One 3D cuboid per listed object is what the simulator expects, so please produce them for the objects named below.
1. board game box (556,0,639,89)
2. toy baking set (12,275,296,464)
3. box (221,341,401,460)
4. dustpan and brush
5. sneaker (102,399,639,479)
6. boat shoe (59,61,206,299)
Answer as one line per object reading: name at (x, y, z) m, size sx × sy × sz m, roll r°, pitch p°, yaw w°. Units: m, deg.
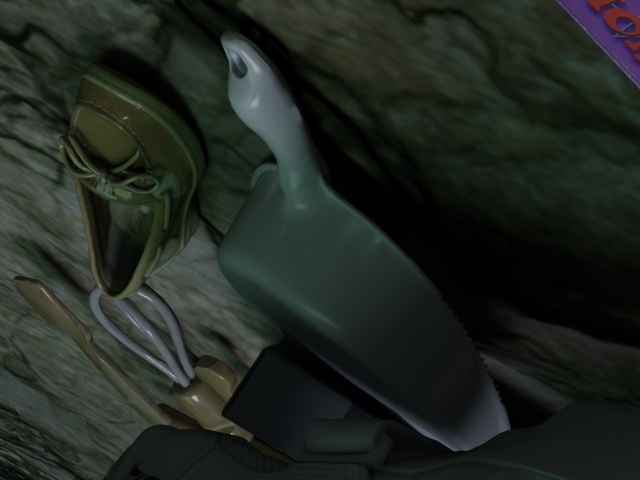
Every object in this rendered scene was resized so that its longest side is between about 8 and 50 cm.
board game box at (0.073, -0.118, 0.288) m, size 0.347 × 0.056 × 0.208 m, roll 42°, pitch 153°, yaw -21°
toy baking set at (-0.054, 0.094, 0.949) m, size 0.256 × 0.030 × 0.196 m, roll 25°, pitch 154°, yaw 20°
box at (0.046, 0.112, 0.765) m, size 0.186 × 0.038 × 0.145 m, roll 34°, pitch 179°, yaw 3°
dustpan and brush at (0.000, 0.000, 0.644) m, size 0.147 × 0.060 × 0.211 m, roll 31°, pitch 169°, yaw 40°
sneaker at (0.077, 0.102, 0.559) m, size 0.137 × 0.210 × 0.366 m, roll 49°, pitch 167°, yaw -34°
boat shoe at (-0.085, -0.022, 0.710) m, size 0.056 × 0.048 × 0.153 m, roll 30°, pitch 159°, yaw 9°
